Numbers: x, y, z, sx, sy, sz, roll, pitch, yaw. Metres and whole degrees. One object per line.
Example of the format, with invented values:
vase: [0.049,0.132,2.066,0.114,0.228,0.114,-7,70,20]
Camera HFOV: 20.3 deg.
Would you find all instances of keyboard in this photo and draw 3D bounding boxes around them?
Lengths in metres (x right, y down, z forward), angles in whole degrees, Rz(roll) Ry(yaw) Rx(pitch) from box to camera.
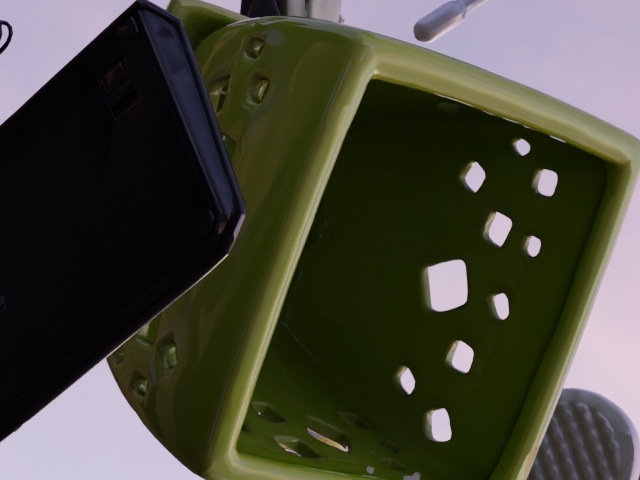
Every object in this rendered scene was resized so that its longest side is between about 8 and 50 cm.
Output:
keyboard: [-0.167,0.000,0.825,0.317,0.033,0.201,-37,-117,30]

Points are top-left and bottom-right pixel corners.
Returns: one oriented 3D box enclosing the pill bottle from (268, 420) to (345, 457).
pill bottle: [-0.014,0.160,1.612,0.119,0.119,0.208,15,-38,18]

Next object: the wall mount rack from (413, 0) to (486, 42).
wall mount rack: [0.119,-0.301,1.287,0.350,0.130,0.304,39,-73,46]

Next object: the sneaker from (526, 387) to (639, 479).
sneaker: [0.119,0.237,1.264,0.126,0.127,0.321,39,-78,20]

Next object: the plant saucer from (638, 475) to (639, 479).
plant saucer: [0.218,0.171,1.334,0.083,0.013,0.083,19,-30,12]

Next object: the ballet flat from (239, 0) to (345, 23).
ballet flat: [-0.015,-0.179,1.089,0.074,0.203,0.074,0,-15,0]

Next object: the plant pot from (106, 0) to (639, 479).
plant pot: [0.000,0.000,0.950,0.227,0.228,0.207,16,7,-41]
